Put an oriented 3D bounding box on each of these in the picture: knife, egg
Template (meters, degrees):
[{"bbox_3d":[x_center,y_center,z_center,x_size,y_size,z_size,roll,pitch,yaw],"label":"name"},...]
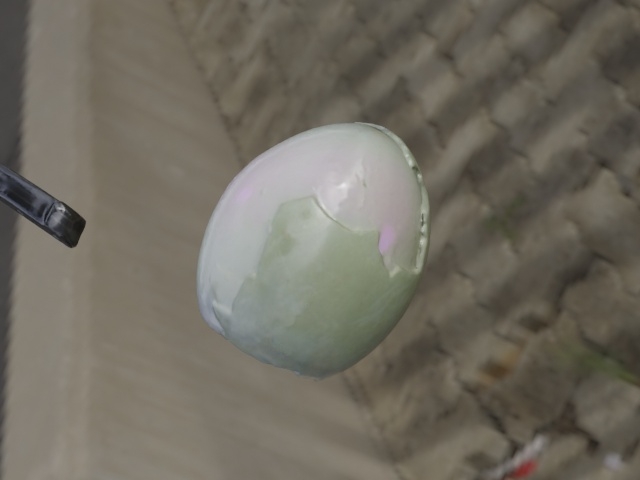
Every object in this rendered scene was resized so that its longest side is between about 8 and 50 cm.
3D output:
[{"bbox_3d":[-0.233,-0.065,1.146,0.245,0.072,0.019,31,79,33],"label":"knife"},{"bbox_3d":[0.000,0.000,1.588,0.217,0.183,0.183,-62,29,9],"label":"egg"}]
